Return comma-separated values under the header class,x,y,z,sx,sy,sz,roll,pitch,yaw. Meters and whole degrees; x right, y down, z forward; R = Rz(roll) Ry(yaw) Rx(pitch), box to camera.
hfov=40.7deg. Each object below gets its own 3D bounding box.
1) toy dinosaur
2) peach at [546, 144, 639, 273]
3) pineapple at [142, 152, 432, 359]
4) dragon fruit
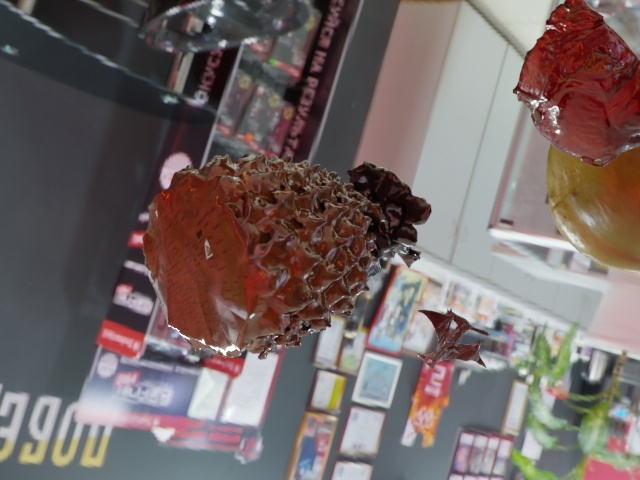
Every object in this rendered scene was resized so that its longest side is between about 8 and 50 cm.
class,x,y,z,sx,sy,sz,roll,pitch,yaw
toy dinosaur,0.212,0.166,1.410,0.220,0.108,0.032,42,180,-42
peach,0.534,-0.108,1.393,0.314,0.315,0.281,-16,160,-17
pineapple,0.000,-0.002,0.953,0.357,0.222,0.223,-12,-164,-43
dragon fruit,0.287,-0.165,0.932,0.161,0.120,0.127,43,-169,-42
